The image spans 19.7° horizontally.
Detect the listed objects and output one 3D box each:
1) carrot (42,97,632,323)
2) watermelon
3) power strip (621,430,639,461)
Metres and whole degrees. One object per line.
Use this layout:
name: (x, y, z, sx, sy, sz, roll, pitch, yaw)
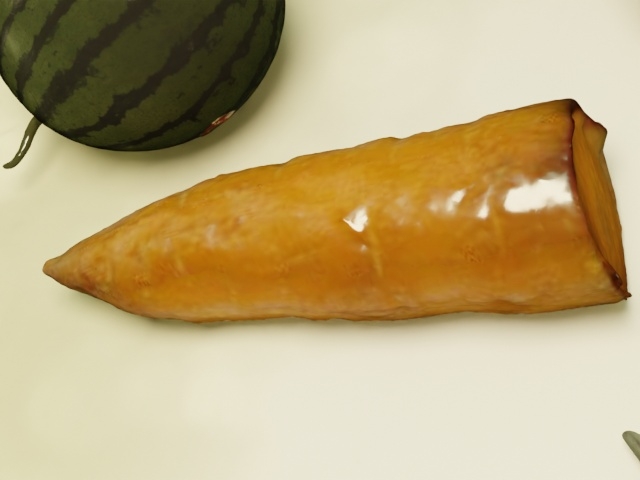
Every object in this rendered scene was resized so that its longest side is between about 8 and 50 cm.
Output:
carrot: (0.000, 0.000, 0.633, 0.205, 0.072, 0.072, -8, 59, 12)
watermelon: (-0.076, -0.076, 0.679, 0.133, 0.105, 0.105, -45, 57, 14)
power strip: (0.157, 0.149, 0.529, 0.060, 0.027, 0.253, -30, 58, -4)
